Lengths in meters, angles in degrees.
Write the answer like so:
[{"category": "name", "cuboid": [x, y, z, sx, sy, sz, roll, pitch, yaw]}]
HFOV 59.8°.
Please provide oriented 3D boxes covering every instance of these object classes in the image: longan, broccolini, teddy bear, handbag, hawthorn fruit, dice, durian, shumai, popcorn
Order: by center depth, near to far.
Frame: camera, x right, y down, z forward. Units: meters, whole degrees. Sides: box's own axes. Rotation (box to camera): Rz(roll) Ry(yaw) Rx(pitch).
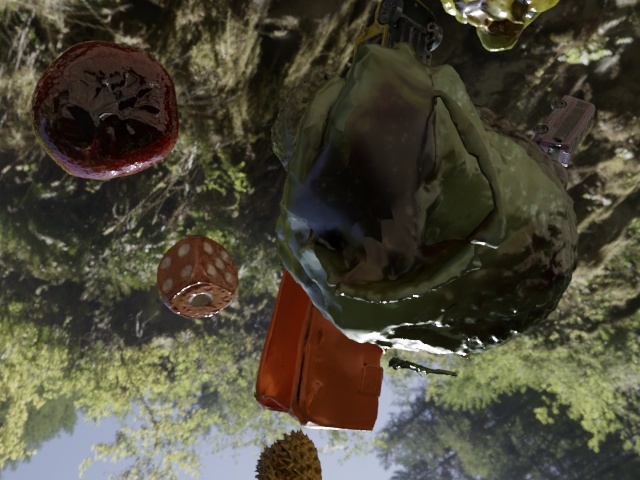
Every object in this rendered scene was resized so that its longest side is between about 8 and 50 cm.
[{"category": "shumai", "cuboid": [0.097, -0.064, 0.653, 0.395, 0.395, 0.348, 60, -175, 30]}, {"category": "hawthorn fruit", "cuboid": [-0.364, -0.197, 0.943, 0.230, 0.266, 0.210, -35, -86, -29]}, {"category": "handbag", "cuboid": [0.042, 0.150, 1.086, 0.303, 0.116, 0.410, 26, -107, -48]}, {"category": "popcorn", "cuboid": [0.381, -0.579, 1.132, 0.274, 0.279, 0.335, 56, -168, 9]}, {"category": "longan", "cuboid": [0.461, -0.128, 1.167, 0.119, 0.106, 0.106, 42, -155, -40]}, {"category": "durian", "cuboid": [-0.084, 0.563, 1.298, 0.138, 0.183, 0.249, 7, -132, -18]}, {"category": "dice", "cuboid": [-0.355, 0.105, 1.604, 0.175, 0.174, 0.179, 30, -148, -48]}, {"category": "teddy bear", "cuboid": [0.012, -0.260, 1.627, 0.224, 0.357, 0.367, -29, -108, -25]}, {"category": "broccolini", "cuboid": [0.377, 0.483, 2.092, 0.271, 0.062, 0.123, 12, -176, -9]}]

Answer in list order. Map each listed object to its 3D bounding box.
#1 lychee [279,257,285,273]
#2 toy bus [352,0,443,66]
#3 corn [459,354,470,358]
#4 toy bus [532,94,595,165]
[{"category": "lychee", "cuboid": [-0.047, 0.078, 1.859, 0.194, 0.194, 0.194, 25, -145, -19]}, {"category": "toy bus", "cuboid": [0.137, -0.330, 1.145, 0.145, 0.151, 0.331, 16, -101, -36]}, {"category": "corn", "cuboid": [0.370, 0.258, 1.433, 0.037, 0.037, 0.092, -4, -89, -46]}, {"category": "toy bus", "cuboid": [0.551, -0.247, 1.272, 0.098, 0.087, 0.178, 27, -119, 28]}]
